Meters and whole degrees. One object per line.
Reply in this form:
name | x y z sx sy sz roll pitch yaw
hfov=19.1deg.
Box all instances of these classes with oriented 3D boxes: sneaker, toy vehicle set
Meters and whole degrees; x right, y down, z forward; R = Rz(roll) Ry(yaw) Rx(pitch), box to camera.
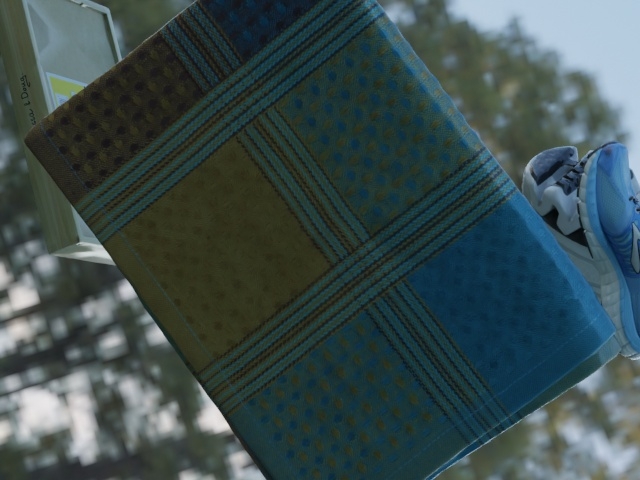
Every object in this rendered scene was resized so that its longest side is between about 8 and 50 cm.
sneaker | 0.286 0.035 1.558 0.292 0.110 0.118 33 -51 26
sneaker | 0.241 0.003 1.406 0.073 0.063 0.162 -16 -94 28
toy vehicle set | -0.226 -0.109 1.786 0.166 0.035 0.267 14 58 -64

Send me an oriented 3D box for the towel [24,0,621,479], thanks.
towel | 0.000 0.000 1.326 0.370 0.271 0.040 54 15 -2
